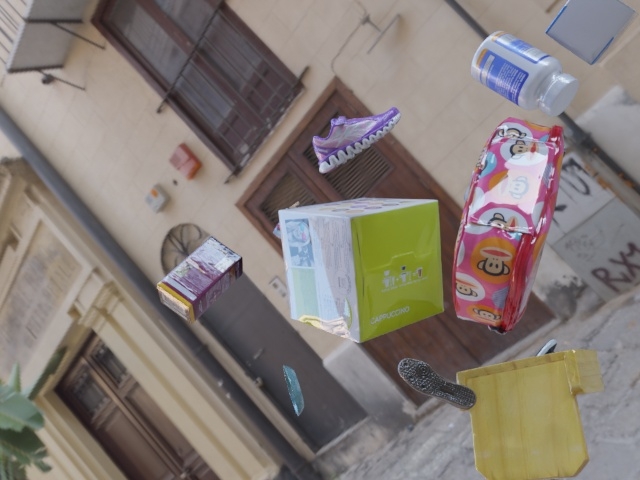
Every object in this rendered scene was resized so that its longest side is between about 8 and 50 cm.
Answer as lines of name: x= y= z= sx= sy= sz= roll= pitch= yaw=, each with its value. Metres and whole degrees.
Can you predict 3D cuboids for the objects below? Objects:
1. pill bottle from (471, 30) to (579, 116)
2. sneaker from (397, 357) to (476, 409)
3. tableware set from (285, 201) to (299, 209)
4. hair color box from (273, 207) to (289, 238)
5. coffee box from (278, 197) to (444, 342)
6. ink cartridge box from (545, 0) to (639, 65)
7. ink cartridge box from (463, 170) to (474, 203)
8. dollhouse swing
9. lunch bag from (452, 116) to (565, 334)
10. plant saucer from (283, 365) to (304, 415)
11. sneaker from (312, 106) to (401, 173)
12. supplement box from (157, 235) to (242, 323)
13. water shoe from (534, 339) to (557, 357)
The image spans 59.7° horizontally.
pill bottle: x=0.570 y=-0.459 z=1.558 sx=0.152 sy=0.272 sz=0.152 roll=-31 pitch=-32 yaw=-23
sneaker: x=0.261 y=0.338 z=1.284 sx=0.066 sy=0.188 sz=0.071 roll=-58 pitch=-14 yaw=-23
tableware set: x=-0.082 y=-0.052 z=1.890 sx=0.039 sy=0.128 sz=0.194 roll=-43 pitch=7 yaw=-25
hair color box: x=0.000 y=0.000 z=2.191 sx=0.114 sy=0.185 sz=0.374 roll=-59 pitch=-29 yaw=7
coffee box: x=0.121 y=0.062 z=1.620 sx=0.337 sy=0.338 sz=0.334 roll=-12 pitch=13 yaw=-36
ink cartridge box: x=0.800 y=-0.636 z=1.639 sx=0.232 sy=0.168 sz=0.171 roll=-28 pitch=-24 yaw=-55
ink cartridge box: x=0.436 y=-0.012 z=1.428 sx=0.066 sy=0.297 sz=0.261 roll=-10 pitch=-9 yaw=8
dollhouse swing: x=0.602 y=0.486 z=1.555 sx=0.346 sy=0.305 sz=0.315 roll=-24 pitch=-24 yaw=35
lunch bag: x=0.288 y=-0.013 z=0.867 sx=0.258 sy=0.120 sz=0.293 roll=73 pitch=-142 yaw=-54
plant saucer: x=-0.060 y=0.346 z=1.298 sx=0.021 sy=0.119 sz=0.119 roll=-16 pitch=-12 yaw=-11
sneaker: x=0.078 y=-0.260 z=1.334 sx=0.236 sy=0.105 sz=0.095 roll=-31 pitch=2 yaw=12
supplement box: x=-0.285 y=0.093 z=1.341 sx=0.188 sy=0.104 sz=0.081 roll=-46 pitch=-21 yaw=-34
water shoe: x=0.753 y=0.428 z=1.882 sx=0.203 sy=0.080 sz=0.073 roll=-47 pitch=-21 yaw=-16
